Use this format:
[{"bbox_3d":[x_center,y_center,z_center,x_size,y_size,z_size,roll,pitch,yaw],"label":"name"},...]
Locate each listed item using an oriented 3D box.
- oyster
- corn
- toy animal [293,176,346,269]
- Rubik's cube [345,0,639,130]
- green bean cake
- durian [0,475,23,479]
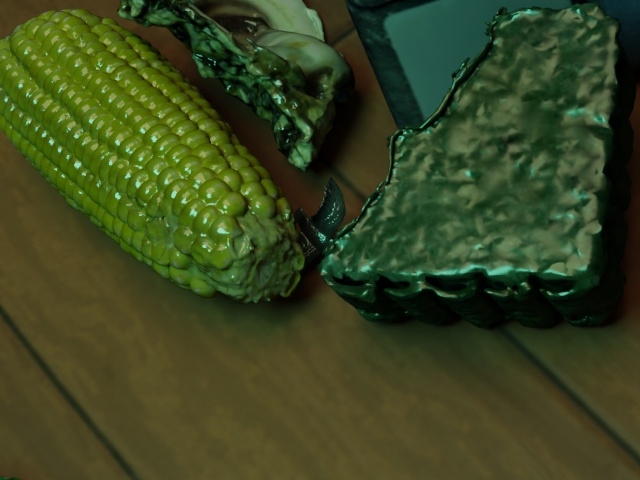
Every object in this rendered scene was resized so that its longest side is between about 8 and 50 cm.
[{"bbox_3d":[-0.069,-0.165,1.329,0.083,0.214,0.223,-48,12,21],"label":"oyster"},{"bbox_3d":[-0.137,-0.068,1.288,0.130,0.130,0.347,-39,49,-10],"label":"corn"},{"bbox_3d":[0.000,-0.001,1.250,0.084,0.050,0.028,-55,10,22],"label":"toy animal"},{"bbox_3d":[0.143,-0.310,1.244,0.316,0.313,0.318,-18,50,7],"label":"Rubik's cube"},{"bbox_3d":[0.110,-0.047,1.165,0.193,0.107,0.208,0,73,24],"label":"green bean cake"},{"bbox_3d":[-0.352,0.206,1.177,0.375,0.106,0.132,-18,48,8],"label":"durian"}]
